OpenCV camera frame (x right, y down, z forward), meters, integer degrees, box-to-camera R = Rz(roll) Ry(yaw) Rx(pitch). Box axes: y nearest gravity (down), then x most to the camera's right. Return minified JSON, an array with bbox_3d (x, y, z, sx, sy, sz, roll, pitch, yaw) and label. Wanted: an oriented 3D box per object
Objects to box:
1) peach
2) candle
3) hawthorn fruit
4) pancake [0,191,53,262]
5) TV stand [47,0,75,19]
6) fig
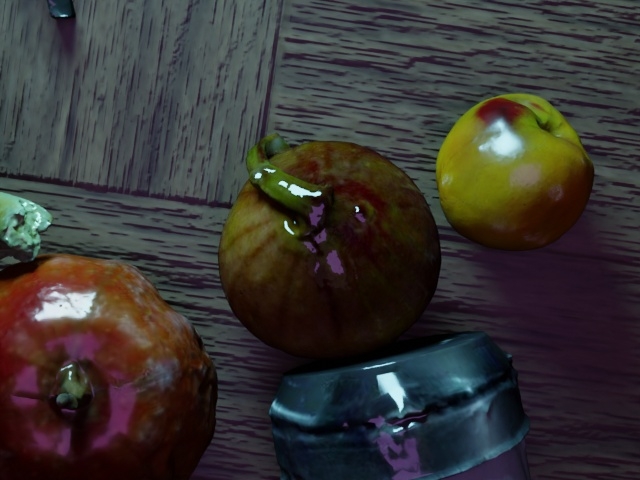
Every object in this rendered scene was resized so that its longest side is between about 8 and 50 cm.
[{"bbox_3d":[0.165,-0.058,1.279,0.138,0.138,0.138,0,94,-5],"label":"peach"},{"bbox_3d":[0.087,0.255,1.254,0.221,0.221,0.343,-12,96,-4],"label":"candle"},{"bbox_3d":[-0.199,0.121,1.188,0.241,0.272,0.242,1,80,-4],"label":"hawthorn fruit"},{"bbox_3d":[-0.390,0.055,1.204,0.376,0.197,0.054,-30,134,8],"label":"pancake"},{"bbox_3d":[-0.253,-0.315,1.268,0.042,0.036,0.249,-12,96,-6],"label":"TV stand"},{"bbox_3d":[0.001,0.001,1.237,0.205,0.205,0.205,0,94,-5],"label":"fig"}]
